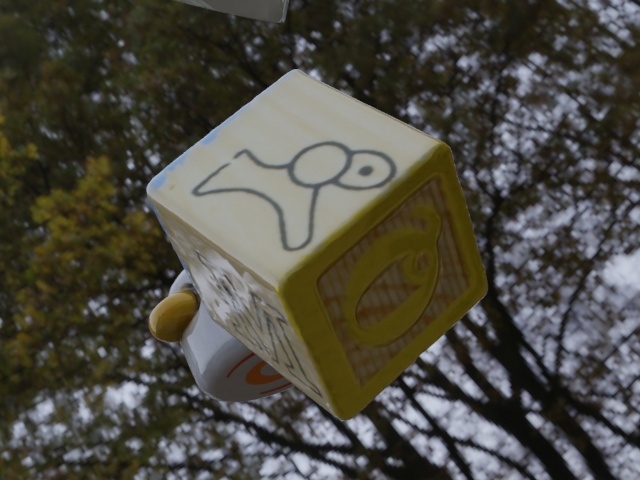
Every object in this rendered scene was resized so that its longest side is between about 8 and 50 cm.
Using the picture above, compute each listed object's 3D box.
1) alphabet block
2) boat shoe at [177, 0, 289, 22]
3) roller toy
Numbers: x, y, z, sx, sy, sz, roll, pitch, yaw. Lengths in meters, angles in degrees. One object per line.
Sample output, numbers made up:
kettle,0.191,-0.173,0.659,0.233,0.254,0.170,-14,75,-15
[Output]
alphabet block,0.000,0.000,1.034,0.192,0.197,0.193,-41,-44,-17
boat shoe,-0.102,-0.167,0.542,0.305,0.109,0.091,-2,-70,-62
roller toy,-0.075,0.084,1.374,0.209,0.146,0.191,-30,-27,8
